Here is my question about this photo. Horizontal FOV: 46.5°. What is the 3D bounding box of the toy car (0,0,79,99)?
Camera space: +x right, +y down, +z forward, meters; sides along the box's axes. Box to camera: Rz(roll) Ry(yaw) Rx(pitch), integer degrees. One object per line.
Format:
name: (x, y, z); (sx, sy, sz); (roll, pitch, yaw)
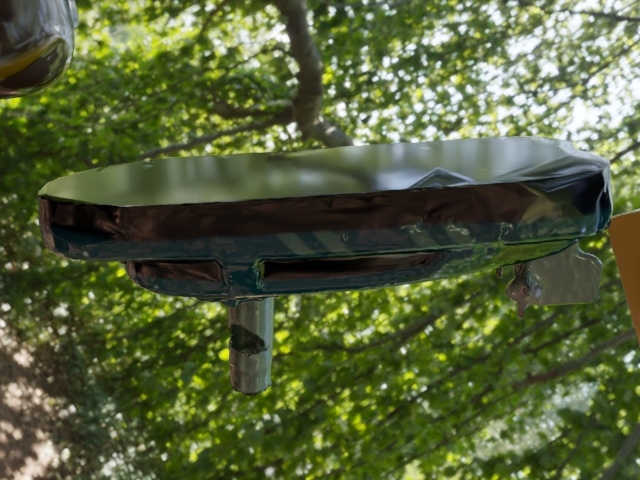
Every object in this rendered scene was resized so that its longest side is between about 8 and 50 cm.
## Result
toy car: (-0.267, -0.101, 0.346); (0.271, 0.340, 0.241); (14, -67, 31)

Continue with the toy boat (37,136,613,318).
toy boat: (0.000, 0.000, 0.413); (0.134, 0.298, 0.092); (-90, 175, -70)

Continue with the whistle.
whistle: (-0.087, 0.059, 0.940); (0.062, 0.062, 0.312); (-133, -141, -51)

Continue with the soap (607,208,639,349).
soap: (0.556, 0.098, 1.114); (0.204, 0.096, 0.325); (154, -78, -73)
